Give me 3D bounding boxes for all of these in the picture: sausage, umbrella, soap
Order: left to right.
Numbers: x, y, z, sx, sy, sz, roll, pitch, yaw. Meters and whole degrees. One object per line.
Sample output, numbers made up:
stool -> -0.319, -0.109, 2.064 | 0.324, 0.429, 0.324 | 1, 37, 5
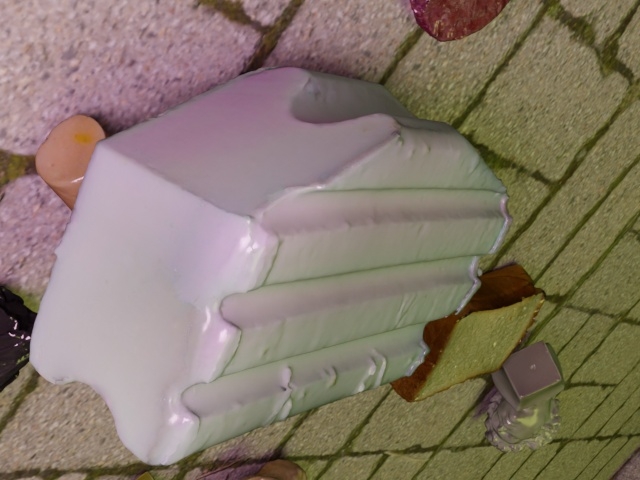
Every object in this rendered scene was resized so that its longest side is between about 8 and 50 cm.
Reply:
umbrella -> -0.298, 0.137, 0.839 | 0.235, 0.066, 0.059 | -52, 155, 19
sausage -> -0.148, 0.008, 0.863 | 0.066, 0.066, 0.301 | -38, 151, -11
soap -> 0.000, 0.000, 0.867 | 0.446, 0.156, 0.261 | -6, 122, -58

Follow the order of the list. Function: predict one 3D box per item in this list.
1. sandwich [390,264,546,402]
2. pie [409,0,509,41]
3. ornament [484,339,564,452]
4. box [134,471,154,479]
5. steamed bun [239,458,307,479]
sandwich -> 0.205, 0.128, 1.447 | 0.215, 0.065, 0.186 | -14, 138, -41
pie -> 0.137, -0.244, 0.918 | 0.154, 0.036, 0.154 | -31, 148, -22
ornament -> 0.341, 0.248, 1.711 | 0.130, 0.120, 0.285 | -14, 145, -9
box -> -0.237, 0.404, 1.274 | 0.173, 0.043, 0.311 | -35, 149, -16
steamed bun -> -0.083, 0.420, 1.323 | 0.137, 0.295, 0.292 | -3, 125, 12
